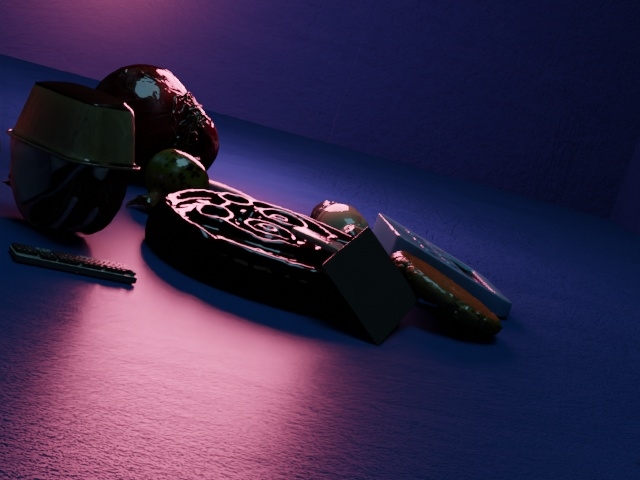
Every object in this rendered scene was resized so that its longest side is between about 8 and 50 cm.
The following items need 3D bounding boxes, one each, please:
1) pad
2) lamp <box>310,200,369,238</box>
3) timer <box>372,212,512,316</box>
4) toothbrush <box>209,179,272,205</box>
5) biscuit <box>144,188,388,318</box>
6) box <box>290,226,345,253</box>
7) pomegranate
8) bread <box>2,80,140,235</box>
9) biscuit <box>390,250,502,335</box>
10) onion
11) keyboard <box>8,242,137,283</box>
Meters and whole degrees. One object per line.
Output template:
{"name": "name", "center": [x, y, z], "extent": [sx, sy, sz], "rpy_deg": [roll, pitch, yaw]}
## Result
{"name": "pad", "center": [0.077, 0.063, 1.880], "extent": [0.143, 0.003, 0.211], "rpy_deg": [56, 26, -1]}
{"name": "lamp", "center": [0.033, -0.021, 2.323], "extent": [0.101, 0.101, 0.250], "rpy_deg": [15, 9, -17]}
{"name": "timer", "center": [0.218, 0.049, 2.307], "extent": [0.250, 0.091, 0.232], "rpy_deg": [19, 9, -14]}
{"name": "toothbrush", "center": [-0.109, -0.061, 2.487], "extent": [0.375, 0.028, 0.037], "rpy_deg": [22, 18, 20]}
{"name": "biscuit", "center": [-0.074, 0.012, 2.001], "extent": [0.408, 0.091, 0.407], "rpy_deg": [18, 10, -3]}
{"name": "box", "center": [0.000, 0.000, 1.937], "extent": [0.083, 0.012, 0.046], "rpy_deg": [25, 11, 21]}
{"name": "pomegranate", "center": [-0.264, -0.091, 2.208], "extent": [0.122, 0.122, 0.161], "rpy_deg": [26, 50, 36]}
{"name": "bread", "center": [-0.357, -0.114, 1.842], "extent": [0.142, 0.211, 0.224], "rpy_deg": [0, 16, -45]}
{"name": "biscuit", "center": [0.201, 0.088, 2.062], "extent": [0.226, 0.042, 0.226], "rpy_deg": [35, 6, -4]}
{"name": "onion", "center": [-0.323, -0.216, 2.453], "extent": [0.281, 0.281, 0.221], "rpy_deg": [13, 54, -23]}
{"name": "keyboard", "center": [-0.325, 0.029, 1.681], "extent": [0.166, 0.017, 0.055], "rpy_deg": [13, 12, -26]}
